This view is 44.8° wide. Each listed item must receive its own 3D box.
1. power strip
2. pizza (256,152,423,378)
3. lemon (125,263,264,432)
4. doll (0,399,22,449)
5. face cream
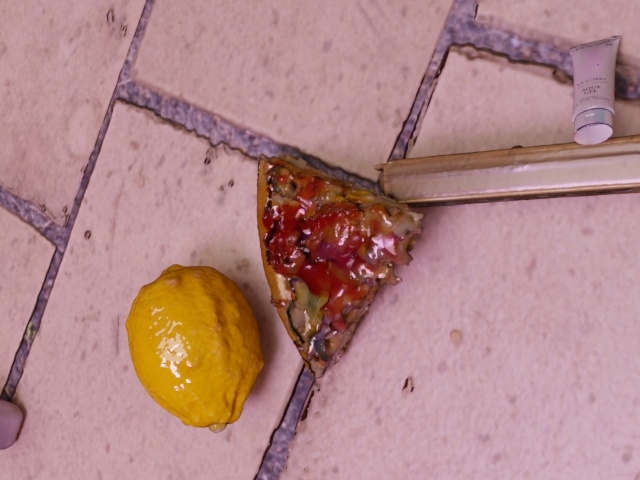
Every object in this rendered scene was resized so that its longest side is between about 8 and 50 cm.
[{"bbox_3d":[0.179,-0.049,0.562,0.306,0.064,0.044,-3,88,29],"label":"power strip"},{"bbox_3d":[0.000,0.000,0.627,0.193,0.053,0.200,-34,68,50],"label":"pizza"},{"bbox_3d":[-0.109,0.093,0.686,0.114,0.114,0.155,-27,77,25],"label":"lemon"},{"bbox_3d":[-0.414,0.186,0.836,0.160,0.161,0.059,22,102,10],"label":"doll"},{"bbox_3d":[0.194,-0.110,0.552,0.038,0.020,0.115,-11,40,30],"label":"face cream"}]
